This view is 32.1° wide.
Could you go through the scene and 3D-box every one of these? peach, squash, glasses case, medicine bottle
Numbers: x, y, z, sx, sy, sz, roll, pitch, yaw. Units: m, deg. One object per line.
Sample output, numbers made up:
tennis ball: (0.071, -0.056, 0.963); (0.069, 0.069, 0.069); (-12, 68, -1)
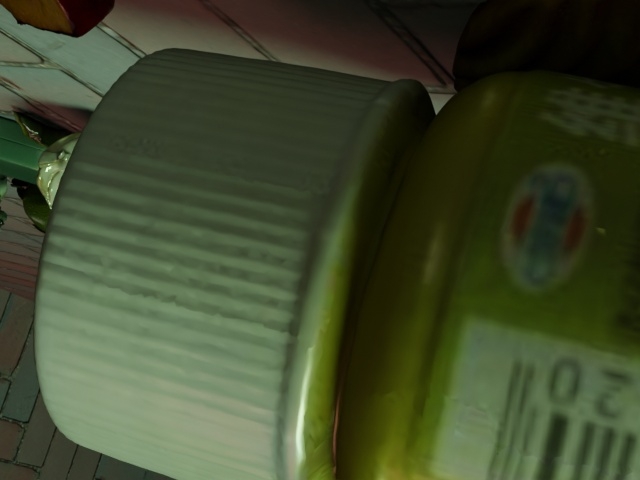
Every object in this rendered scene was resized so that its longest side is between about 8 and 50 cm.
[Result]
peach: (-0.138, -0.136, 0.574); (0.077, 0.050, 0.083); (40, 158, 2)
squash: (-0.234, -0.037, 1.142); (0.071, 0.080, 0.318); (-21, -166, -34)
glasses case: (-0.337, -0.099, 1.067); (0.184, 0.039, 0.078); (17, 169, 3)
medicine bottle: (0.097, 0.046, 0.458); (0.384, 0.224, 0.224); (13, 168, 14)

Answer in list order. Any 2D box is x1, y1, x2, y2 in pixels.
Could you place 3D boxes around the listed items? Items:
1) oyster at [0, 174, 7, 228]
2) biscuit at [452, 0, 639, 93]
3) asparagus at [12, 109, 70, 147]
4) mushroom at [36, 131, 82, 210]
oyster: (-0.404, -0.046, 1.105); (0.198, 0.112, 0.268); (34, -164, -19)
biscuit: (0.214, -0.046, 0.518); (0.318, 0.040, 0.318); (17, 168, 4)
asparagus: (-0.238, -0.090, 1.012); (0.025, 0.021, 0.108); (6, 164, 47)
mushroom: (-0.115, -0.026, 0.971); (0.278, 0.099, 0.096); (21, -165, -36)
